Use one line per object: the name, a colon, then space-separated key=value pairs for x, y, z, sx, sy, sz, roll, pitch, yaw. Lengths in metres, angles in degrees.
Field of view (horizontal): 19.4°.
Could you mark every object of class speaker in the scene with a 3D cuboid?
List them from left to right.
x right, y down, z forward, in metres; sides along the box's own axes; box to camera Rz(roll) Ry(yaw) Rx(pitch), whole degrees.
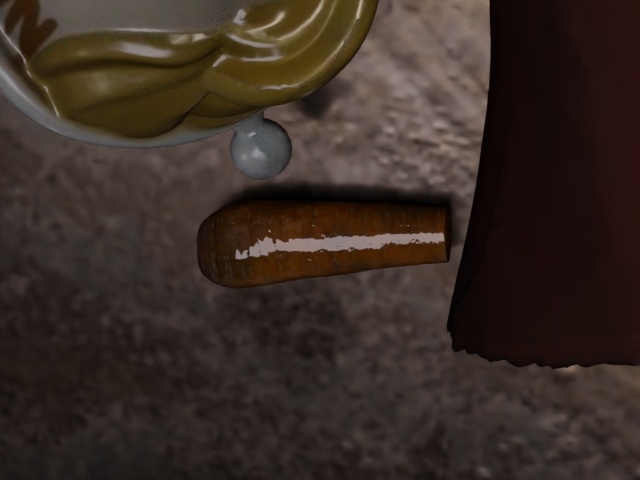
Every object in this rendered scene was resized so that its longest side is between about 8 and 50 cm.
speaker: x=0.050 y=-0.123 z=0.514 sx=0.259 sy=0.198 sz=0.329 roll=-23 pitch=100 yaw=-10

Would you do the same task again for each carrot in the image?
carrot: x=0.000 y=0.000 z=0.671 sx=0.093 sy=0.032 sz=0.032 roll=-3 pitch=109 yaw=13

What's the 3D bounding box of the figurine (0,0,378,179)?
figurine: x=-0.095 y=-0.144 z=0.590 sx=0.274 sy=0.133 sz=0.194 roll=34 pitch=75 yaw=-1
